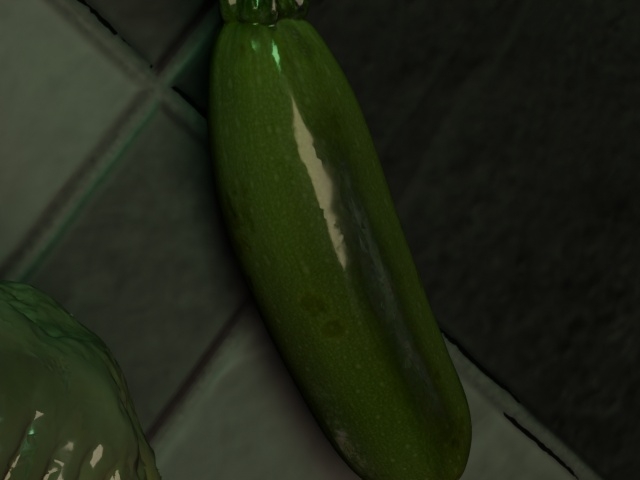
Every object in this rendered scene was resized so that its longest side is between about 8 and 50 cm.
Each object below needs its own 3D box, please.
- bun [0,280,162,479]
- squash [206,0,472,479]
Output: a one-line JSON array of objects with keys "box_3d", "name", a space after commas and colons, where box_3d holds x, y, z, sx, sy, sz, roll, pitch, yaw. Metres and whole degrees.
[{"box_3d": [-0.185, 0.134, 0.506, 0.282, 0.205, 0.281, -10, 107, -37], "name": "bun"}, {"box_3d": [0.000, 0.000, 0.660, 0.094, 0.094, 0.341, -30, 114, -22], "name": "squash"}]
